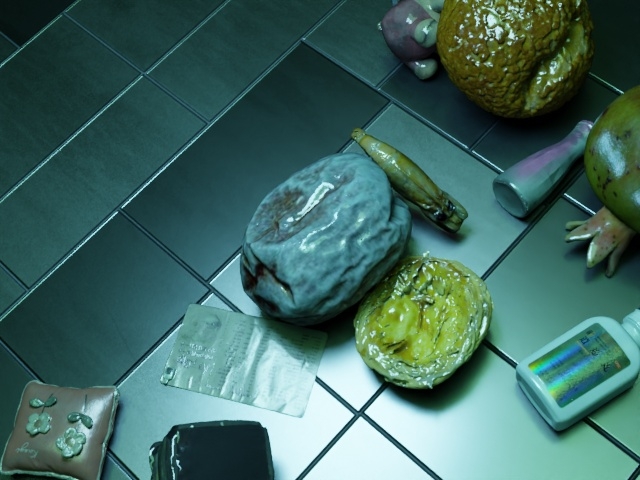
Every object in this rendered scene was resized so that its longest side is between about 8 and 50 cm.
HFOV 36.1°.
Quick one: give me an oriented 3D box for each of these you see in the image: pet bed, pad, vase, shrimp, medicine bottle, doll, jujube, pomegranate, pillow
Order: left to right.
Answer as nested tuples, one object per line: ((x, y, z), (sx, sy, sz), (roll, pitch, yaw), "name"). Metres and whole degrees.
((-0.437, 0.316, 1.640), (0.179, 0.075, 0.171), (4, 64, 12), "pillow")
((-0.169, 0.398, 1.520), (0.183, 0.159, 0.211), (0, 61, -21), "pet bed")
((-0.132, 0.201, 1.691), (0.265, 0.009, 0.159), (11, 64, 14), "pad")
((0.005, 0.007, 1.653), (0.308, 0.215, 0.246), (-38, 45, -4), "jujube")
((0.152, -0.110, 1.738), (0.253, 0.173, 0.058), (41, 95, -3), "shrimp")
((0.234, -0.448, 1.876), (0.152, 0.196, 0.256), (41, 71, -18), "doll")
((0.410, -0.134, 1.745), (0.214, 0.086, 0.086), (-37, 63, -16), "vase")
((0.435, 0.194, 1.562), (0.229, 0.083, 0.121), (-30, 59, -8), "medicine bottle")
((0.571, -0.094, 1.629), (0.291, 0.323, 0.290), (10, 36, -7), "pomegranate")

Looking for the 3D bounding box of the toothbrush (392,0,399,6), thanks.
((0.155, -0.522, 2.020), (0.031, 0.023, 0.321), (-7, 62, -3), "toothbrush")

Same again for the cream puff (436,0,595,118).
((0.365, -0.362, 1.746), (0.212, 0.303, 0.303), (8, 57, 54), "cream puff")

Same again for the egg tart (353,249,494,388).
((0.174, 0.142, 1.628), (0.232, 0.098, 0.252), (-4, 58, 14), "egg tart")
